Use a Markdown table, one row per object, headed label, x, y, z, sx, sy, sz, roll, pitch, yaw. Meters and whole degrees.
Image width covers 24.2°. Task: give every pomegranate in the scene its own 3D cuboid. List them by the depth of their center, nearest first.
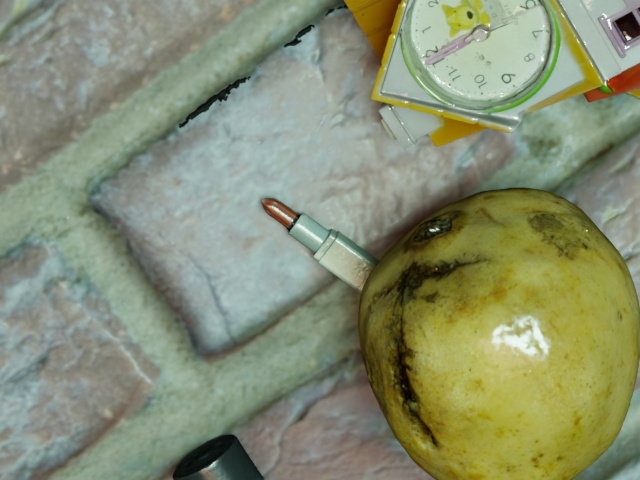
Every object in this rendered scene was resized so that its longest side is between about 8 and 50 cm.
| label | x | y | z | sx | sy | sz | roll | pitch | yaw |
| --- | --- | --- | --- | --- | --- | --- | --- | --- | --- |
| pomegranate | 0.151 | 0.080 | 1.248 | 0.260 | 0.260 | 0.260 | 1 | 103 | 4 |

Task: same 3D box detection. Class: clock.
| label | x | y | z | sx | sy | sz | roll | pitch | yaw |
| --- | --- | --- | --- | --- | --- | --- | --- | --- | --- |
| clock | 0.152 | -0.200 | 1.198 | 0.309 | 0.166 | 0.235 | -27 | 106 | 25 |

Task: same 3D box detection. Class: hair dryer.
| label | x | y | z | sx | sy | sz | roll | pitch | yaw |
| --- | --- | --- | --- | --- | --- | --- | --- | --- | --- |
| hair dryer | -0.140 | 0.281 | 1.414 | 0.219 | 0.071 | 0.124 | -26 | 100 | 16 |

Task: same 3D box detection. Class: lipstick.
| label | x | y | z | sx | sy | sz | roll | pitch | yaw |
| --- | --- | --- | --- | --- | --- | --- | --- | --- | --- |
| lipstick | 0.000 | 0.000 | 1.351 | 0.129 | 0.030 | 0.030 | 37 | 103 | -5 |

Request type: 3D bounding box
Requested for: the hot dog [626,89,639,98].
| label | x | y | z | sx | sy | sz | roll | pitch | yaw |
| --- | --- | --- | --- | --- | --- | --- | --- | --- | --- |
| hot dog | 0.286 | -0.138 | 1.305 | 0.083 | 0.021 | 0.037 | 28 | 114 | -4 |
